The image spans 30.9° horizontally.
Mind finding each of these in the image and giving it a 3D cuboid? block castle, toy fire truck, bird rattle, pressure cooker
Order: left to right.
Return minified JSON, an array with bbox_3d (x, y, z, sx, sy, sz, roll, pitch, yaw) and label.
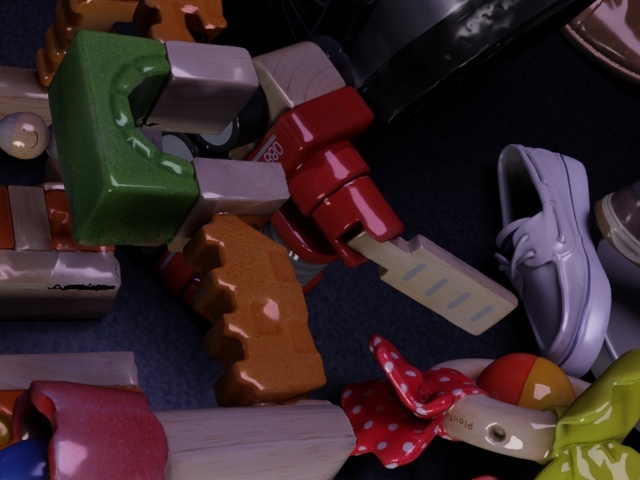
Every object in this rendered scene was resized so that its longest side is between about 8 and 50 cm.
[{"bbox_3d":[-0.178,0.000,0.687,0.212,0.303,0.453,1,59,-31],"label":"block castle"},{"bbox_3d":[0.000,0.000,0.856,0.158,0.217,0.246,-27,77,-41],"label":"toy fire truck"},{"bbox_3d":[0.088,-0.361,1.031,0.420,0.369,0.375,58,22,-1],"label":"pressure cooker"},{"bbox_3d":[0.144,0.141,0.906,0.207,0.253,0.143,-10,102,-68],"label":"bird rattle"}]

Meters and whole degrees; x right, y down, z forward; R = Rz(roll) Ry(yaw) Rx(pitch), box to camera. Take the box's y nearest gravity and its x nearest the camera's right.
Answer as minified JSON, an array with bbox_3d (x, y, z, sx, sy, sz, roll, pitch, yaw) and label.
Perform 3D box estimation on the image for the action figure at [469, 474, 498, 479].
[{"bbox_3d":[0.151,0.297,0.813,0.091,0.139,0.280,20,54,-18],"label":"action figure"}]

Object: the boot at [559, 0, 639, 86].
[{"bbox_3d":[0.321,-0.305,1.335,0.305,0.115,0.112,49,46,4],"label":"boot"}]

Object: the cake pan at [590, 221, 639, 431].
[{"bbox_3d":[0.363,0.092,1.134,0.293,0.054,0.293,16,53,-23],"label":"cake pan"}]

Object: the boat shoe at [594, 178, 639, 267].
[{"bbox_3d":[0.357,0.009,1.088,0.223,0.073,0.080,28,45,-24],"label":"boat shoe"}]

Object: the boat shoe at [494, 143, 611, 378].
[{"bbox_3d":[0.201,0.014,1.070,0.084,0.095,0.258,18,42,-16],"label":"boat shoe"}]
